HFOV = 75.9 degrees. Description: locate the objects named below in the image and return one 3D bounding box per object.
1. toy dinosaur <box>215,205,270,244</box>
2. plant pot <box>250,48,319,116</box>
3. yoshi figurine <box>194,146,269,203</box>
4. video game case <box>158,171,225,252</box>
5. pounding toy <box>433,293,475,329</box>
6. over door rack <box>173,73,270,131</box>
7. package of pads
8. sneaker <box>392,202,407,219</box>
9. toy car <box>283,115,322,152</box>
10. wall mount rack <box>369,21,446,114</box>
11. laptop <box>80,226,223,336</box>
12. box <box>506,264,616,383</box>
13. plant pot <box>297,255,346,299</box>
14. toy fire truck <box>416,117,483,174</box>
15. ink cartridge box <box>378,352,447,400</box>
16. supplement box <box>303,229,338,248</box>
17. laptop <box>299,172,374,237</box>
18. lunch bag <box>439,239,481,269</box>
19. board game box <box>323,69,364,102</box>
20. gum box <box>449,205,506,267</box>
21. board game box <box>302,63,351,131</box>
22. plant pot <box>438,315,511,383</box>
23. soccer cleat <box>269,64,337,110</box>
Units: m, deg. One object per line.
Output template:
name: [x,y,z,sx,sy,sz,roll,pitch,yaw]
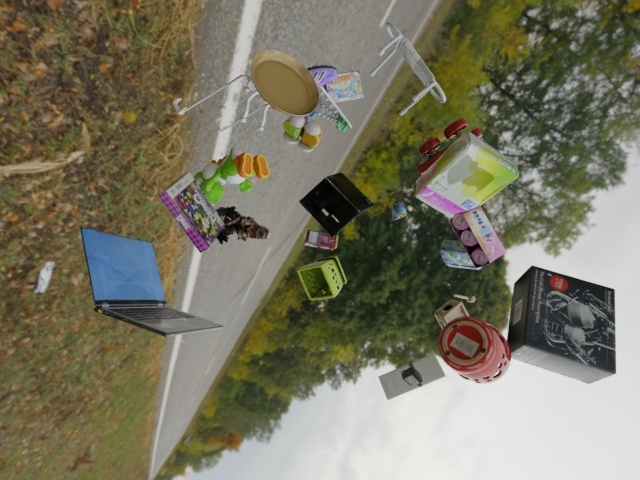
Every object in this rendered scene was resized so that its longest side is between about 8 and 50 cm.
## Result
toy dinosaur: [-0.391,-0.068,1.823,0.218,0.322,0.164,-13,103,-76]
plant pot: [-0.110,-0.478,1.260,0.032,0.236,0.236,-34,-169,50]
yoshi figurine: [-0.401,-0.251,1.758,0.362,0.203,0.203,-9,-141,35]
video game case: [-0.429,-0.100,1.398,0.042,0.232,0.210,-25,-159,15]
pounding toy: [0.675,0.340,2.053,0.206,0.181,0.094,-34,-168,-17]
over door rack: [-0.318,-0.463,1.474,0.325,0.108,0.240,-9,173,25]
package of pads: [0.504,-0.220,1.462,0.296,0.229,0.101,-47,-160,44]
sneaker: [0.437,-0.167,2.313,0.069,0.082,0.209,-22,173,-1]
toy car: [-0.076,-0.510,1.884,0.136,0.182,0.159,-66,-176,-37]
wall mount rack: [0.307,-0.616,1.537,0.130,0.350,0.304,-38,-175,8]
laptop: [-0.563,0.146,1.417,0.382,0.408,0.236,33,73,-76]
box: [0.913,0.315,1.565,0.179,0.313,0.343,92,18,-60]
plant pot: [0.023,0.228,2.611,0.228,0.227,0.207,-14,-167,41]
toy fire truck: [0.568,-0.375,1.785,0.302,0.169,0.254,-35,170,18]
ink cartridge box: [0.474,0.699,2.097,0.308,0.129,0.223,-26,155,8]
supplement box: [0.000,0.000,2.453,0.104,0.188,0.080,137,-38,-73]
laptop: [0.080,-0.174,1.917,0.264,0.234,0.136,-43,170,-3]
lunch bag: [0.789,0.084,2.282,0.219,0.176,0.090,8,-125,39]
board game box: [0.113,-0.764,2.047,0.201,0.136,0.035,-18,-164,-21]
gum box: [0.515,-0.017,1.348,0.107,0.188,0.062,-22,172,-36]
board game box: [-0.067,-0.700,1.970,0.050,0.390,0.390,-49,-138,-1]
plant pot: [0.470,0.330,1.262,0.191,0.191,0.174,-51,136,-1]
soccer cleat: [-0.077,-0.625,1.690,0.319,0.116,0.108,-14,165,6]
